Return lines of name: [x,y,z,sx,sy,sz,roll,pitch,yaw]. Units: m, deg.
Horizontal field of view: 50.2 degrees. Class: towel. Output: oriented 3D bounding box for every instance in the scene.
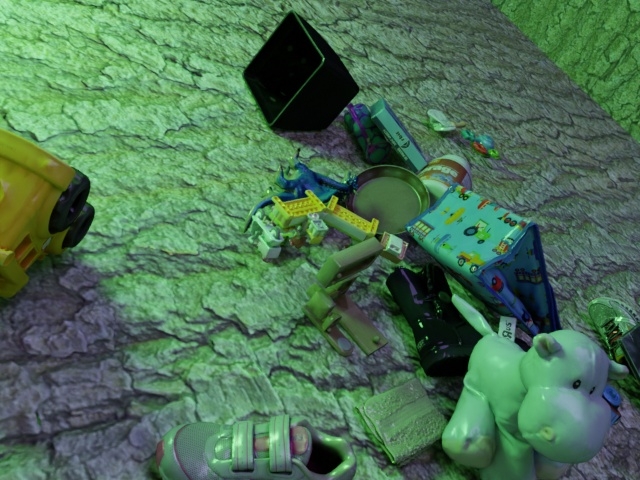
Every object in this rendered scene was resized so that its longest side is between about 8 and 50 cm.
towel: [0.128,0.267,1.021,0.148,0.027,0.110,-12,57,-46]

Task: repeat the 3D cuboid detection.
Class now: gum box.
gum box: [0.175,-0.242,1.555,0.157,0.041,0.184,51,15,-12]

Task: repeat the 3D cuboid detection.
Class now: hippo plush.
hippo plush: [0.336,0.223,0.990,0.234,0.236,0.294,22,63,-20]

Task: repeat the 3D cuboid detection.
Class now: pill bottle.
pill bottle: [0.262,-0.110,1.491,0.121,0.121,0.216,37,35,3]

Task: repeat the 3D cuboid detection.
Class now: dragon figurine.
dragon figurine: [-0.023,-0.077,1.247,0.144,0.085,0.289,35,34,1]

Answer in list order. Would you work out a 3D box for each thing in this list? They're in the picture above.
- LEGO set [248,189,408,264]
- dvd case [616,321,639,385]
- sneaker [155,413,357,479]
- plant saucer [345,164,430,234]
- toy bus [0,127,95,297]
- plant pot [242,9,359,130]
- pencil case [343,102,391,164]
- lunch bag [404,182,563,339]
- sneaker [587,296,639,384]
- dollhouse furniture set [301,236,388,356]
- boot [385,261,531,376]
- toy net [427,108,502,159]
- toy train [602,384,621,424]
LEGO set: [0.000,0.000,1.152,0.287,0.107,0.132,7,41,-33]
dvd case: [0.709,0.270,1.405,0.164,0.018,0.221,-23,85,-33]
sneaker: [-0.065,0.251,0.806,0.252,0.111,0.103,14,40,-27]
plant saucer: [0.133,-0.076,1.366,0.168,0.029,0.168,-1,58,1]
toy bus: [-0.383,-0.002,0.810,0.149,0.220,0.211,24,69,-5]
plant pot: [-0.028,-0.348,1.490,0.167,0.187,0.188,15,38,-44]
pencil case: [0.108,-0.247,1.572,0.070,0.064,0.152,33,25,-51]
lunch bag: [0.317,0.070,1.243,0.293,0.138,0.221,54,-7,-34]
sneaker: [0.657,0.215,1.467,0.092,0.088,0.225,-7,52,-42]
dollhouse furniture set: [0.062,0.097,1.058,0.123,0.151,0.144,48,39,17]
boot: [0.248,0.136,1.213,0.246,0.094,0.207,6,47,-28]
toy net: [0.383,-0.281,1.861,0.232,0.045,0.122,22,39,-15]
toy train: [0.468,0.272,1.254,0.105,0.080,0.184,-23,64,-44]
